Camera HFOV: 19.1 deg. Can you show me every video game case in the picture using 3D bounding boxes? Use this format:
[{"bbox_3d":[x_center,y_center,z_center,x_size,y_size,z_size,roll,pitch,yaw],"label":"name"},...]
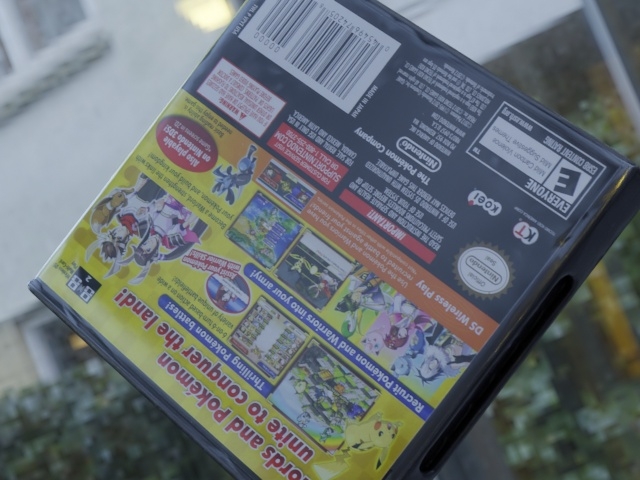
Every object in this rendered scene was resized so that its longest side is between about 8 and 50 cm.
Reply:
[{"bbox_3d":[0.000,0.000,1.017,0.248,0.275,0.035,-52,-36,0],"label":"video game case"}]
